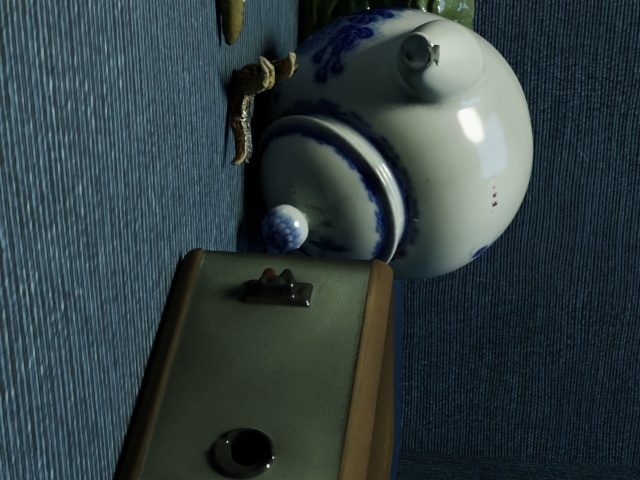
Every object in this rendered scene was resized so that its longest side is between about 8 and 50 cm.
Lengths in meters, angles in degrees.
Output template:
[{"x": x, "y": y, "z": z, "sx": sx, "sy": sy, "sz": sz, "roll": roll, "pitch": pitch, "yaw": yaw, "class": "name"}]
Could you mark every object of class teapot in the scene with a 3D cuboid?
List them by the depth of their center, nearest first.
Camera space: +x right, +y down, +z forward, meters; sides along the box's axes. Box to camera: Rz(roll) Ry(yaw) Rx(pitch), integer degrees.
[{"x": 0.047, "y": -0.070, "z": 1.261, "sx": 0.280, "sy": 0.252, "sz": 0.424, "roll": -38, "pitch": 167, "yaw": -35, "class": "teapot"}]

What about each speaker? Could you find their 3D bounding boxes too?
[{"x": -0.034, "y": 0.145, "z": 0.945, "sx": 0.231, "sy": 0.153, "sz": 0.192, "roll": -79, "pitch": 170, "yaw": -46, "class": "speaker"}]

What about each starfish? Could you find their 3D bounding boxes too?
[{"x": -0.051, "y": -0.124, "z": 1.149, "sx": 0.133, "sy": 0.041, "sz": 0.130, "roll": -60, "pitch": -178, "yaw": 32, "class": "starfish"}]

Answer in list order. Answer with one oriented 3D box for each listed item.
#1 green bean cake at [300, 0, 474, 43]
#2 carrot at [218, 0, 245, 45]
[{"x": 0.066, "y": -0.216, "z": 1.455, "sx": 0.094, "sy": 0.183, "sz": 0.185, "roll": -9, "pitch": 104, "yaw": -51, "class": "green bean cake"}, {"x": -0.062, "y": -0.260, "z": 1.016, "sx": 0.049, "sy": 0.049, "sz": 0.254, "roll": -75, "pitch": 171, "yaw": -58, "class": "carrot"}]
